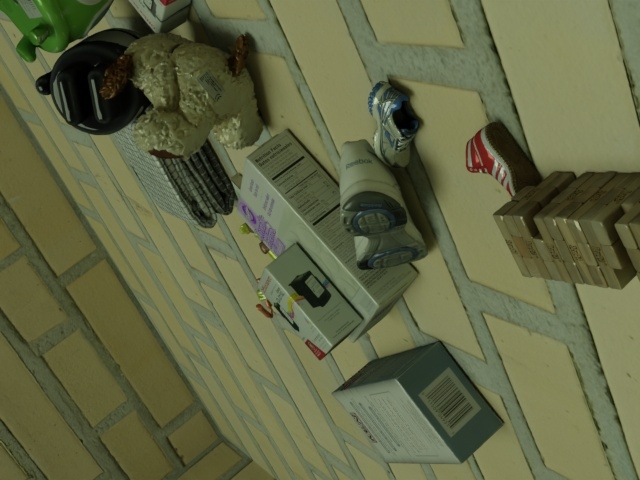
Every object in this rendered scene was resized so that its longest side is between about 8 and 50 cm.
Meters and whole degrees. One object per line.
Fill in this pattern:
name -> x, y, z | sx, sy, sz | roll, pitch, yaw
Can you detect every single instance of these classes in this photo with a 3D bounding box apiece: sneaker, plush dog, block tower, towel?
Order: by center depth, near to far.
block tower -> 0.322, -0.008, 0.959 | 0.335, 0.091, 0.097 | 10, 135, 60
sneaker -> 0.215, -0.079, 1.137 | 0.118, 0.042, 0.067 | 60, 156, 0
sneaker -> 0.102, -0.143, 1.265 | 0.058, 0.052, 0.135 | 26, 150, 37
sneaker -> 0.089, -0.045, 1.402 | 0.297, 0.111, 0.129 | 69, -168, -65
plush dog -> -0.225, -0.267, 1.570 | 0.225, 0.262, 0.210 | 30, 118, 26
towel -> -0.313, -0.174, 2.010 | 0.235, 0.121, 0.283 | 25, 148, 54

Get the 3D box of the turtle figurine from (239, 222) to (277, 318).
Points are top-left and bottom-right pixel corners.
turtle figurine -> -0.066, 0.051, 1.811 | 0.087, 0.269, 0.217 | -44, 67, 26

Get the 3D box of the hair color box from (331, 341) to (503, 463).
hair color box -> 0.167, 0.311, 1.793 | 0.185, 0.113, 0.374 | 52, 159, 0

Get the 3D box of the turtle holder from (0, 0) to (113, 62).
turtle holder -> -0.481, -0.460, 1.725 | 0.243, 0.227, 0.320 | 50, 160, 3

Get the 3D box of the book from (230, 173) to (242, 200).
book -> -0.129, -0.059, 1.932 | 0.096, 0.035, 0.144 | 40, 158, 40

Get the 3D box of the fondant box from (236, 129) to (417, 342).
fondant box -> 0.000, 0.000, 1.656 | 0.330, 0.096, 0.238 | 49, 160, 11

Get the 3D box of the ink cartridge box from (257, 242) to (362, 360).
ink cartridge box -> -0.023, 0.106, 1.639 | 0.175, 0.072, 0.127 | 49, 161, 7

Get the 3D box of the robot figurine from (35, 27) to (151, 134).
robot figurine -> -0.394, -0.299, 1.780 | 0.209, 0.173, 0.278 | 34, -157, -7

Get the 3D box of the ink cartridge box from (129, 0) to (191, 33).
ink cartridge box -> -0.267, -0.418, 1.573 | 0.109, 0.063, 0.150 | 51, 159, 2
